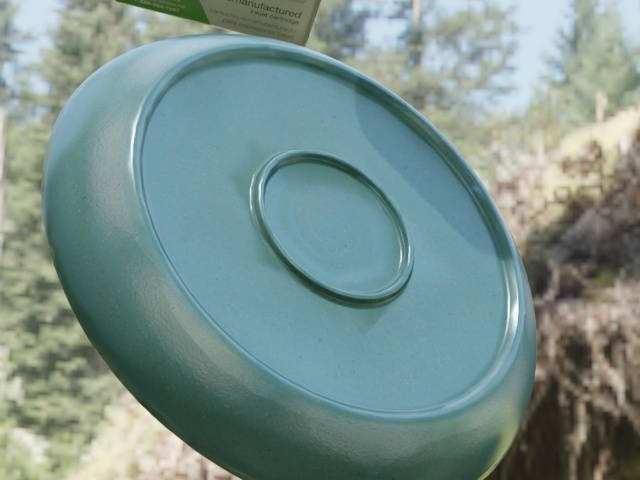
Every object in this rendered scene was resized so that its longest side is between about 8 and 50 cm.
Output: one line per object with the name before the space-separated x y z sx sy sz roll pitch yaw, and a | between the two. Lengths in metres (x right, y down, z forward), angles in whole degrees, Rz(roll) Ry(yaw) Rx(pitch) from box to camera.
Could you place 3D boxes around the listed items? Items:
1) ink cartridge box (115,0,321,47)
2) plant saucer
ink cartridge box | -0.072 -0.339 1.531 0.201 0.117 0.278 13 -41 -7
plant saucer | 0.000 0.000 0.898 0.317 0.317 0.044 15 -42 -28
